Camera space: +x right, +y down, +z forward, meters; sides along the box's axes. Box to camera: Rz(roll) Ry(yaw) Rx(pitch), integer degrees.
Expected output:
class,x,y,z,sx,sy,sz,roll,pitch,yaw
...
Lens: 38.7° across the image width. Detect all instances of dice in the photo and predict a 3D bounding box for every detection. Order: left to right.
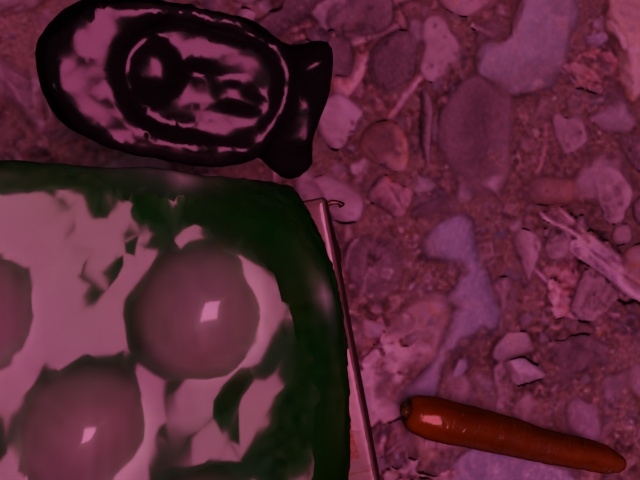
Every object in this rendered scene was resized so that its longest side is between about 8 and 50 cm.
class,x,y,z,sx,sy,sz,roll,pitch,yaw
dice,-0.159,0.098,0.588,0.300,0.297,0.287,3,90,-18

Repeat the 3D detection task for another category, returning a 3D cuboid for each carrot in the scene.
class,x,y,z,sx,sy,sz,roll,pitch,yaw
carrot,0.191,0.192,0.882,0.248,0.043,0.043,15,88,-15

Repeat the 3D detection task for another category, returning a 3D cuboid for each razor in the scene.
class,x,y,z,sx,sy,sz,roll,pitch,yaw
razor,-0.110,-0.113,0.661,0.189,0.327,0.107,9,95,-16

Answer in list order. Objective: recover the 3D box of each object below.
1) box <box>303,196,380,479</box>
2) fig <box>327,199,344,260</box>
class,x,y,z,sx,sy,sz,roll,pitch,yaw
box,-0.060,0.159,0.791,0.205,0.051,0.365,-10,93,5
fig,0.000,0.000,0.832,0.050,0.050,0.083,21,75,-12
